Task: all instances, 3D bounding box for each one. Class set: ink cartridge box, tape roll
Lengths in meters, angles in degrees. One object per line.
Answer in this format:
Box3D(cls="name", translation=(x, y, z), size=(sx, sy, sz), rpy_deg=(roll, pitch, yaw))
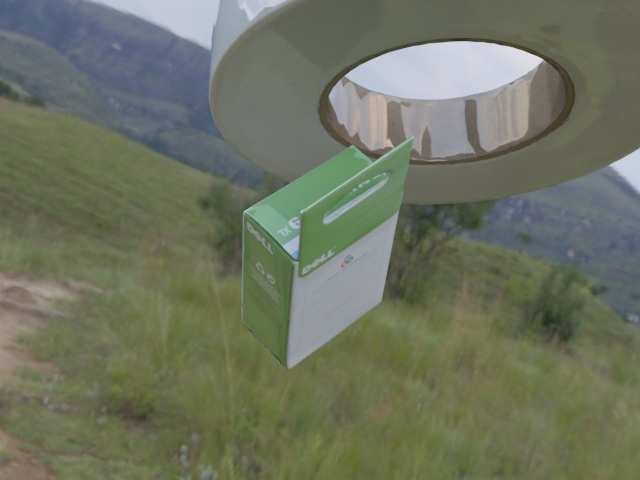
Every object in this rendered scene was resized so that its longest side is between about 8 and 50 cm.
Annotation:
Box3D(cls="ink cartridge box", translation=(0.000, 0.000, 0.702), size=(0.062, 0.109, 0.209), rpy_deg=(44, -28, 25))
Box3D(cls="tape roll", translation=(0.103, -0.136, 0.759), size=(0.392, 0.072, 0.392), rpy_deg=(0, -22, 0))
